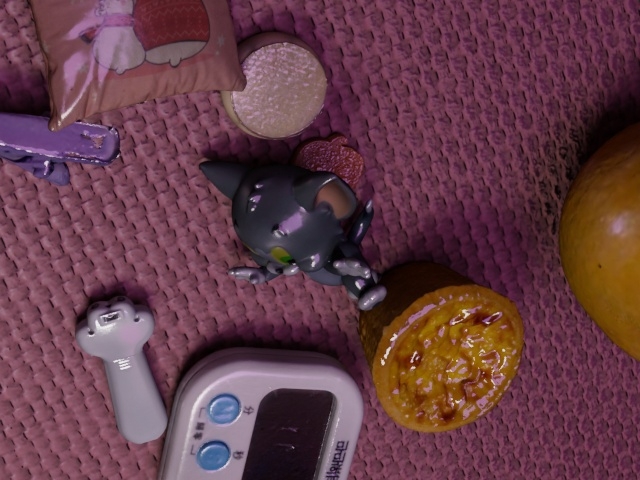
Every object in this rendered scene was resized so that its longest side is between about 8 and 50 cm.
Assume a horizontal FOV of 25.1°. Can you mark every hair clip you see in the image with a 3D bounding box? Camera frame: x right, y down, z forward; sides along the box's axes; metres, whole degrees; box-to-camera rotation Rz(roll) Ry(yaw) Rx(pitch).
[{"bbox_3d":[-0.353,-0.105,1.492,0.278,0.090,0.137,10,80,-26],"label":"hair clip"}]

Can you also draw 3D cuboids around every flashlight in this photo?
[{"bbox_3d":[-0.227,0.154,1.700,0.093,0.047,0.200,-16,121,-7],"label":"flashlight"}]

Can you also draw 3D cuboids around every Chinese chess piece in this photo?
[{"bbox_3d":[-0.053,-0.173,1.616,0.122,0.051,0.122,-7,114,-17],"label":"Chinese chess piece"}]

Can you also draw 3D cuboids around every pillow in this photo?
[{"bbox_3d":[-0.193,-0.242,1.494,0.236,0.084,0.223,-16,105,-21],"label":"pillow"}]

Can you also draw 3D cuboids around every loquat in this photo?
[{"bbox_3d":[0.455,-0.016,1.721,0.328,0.328,0.359,1,137,-22],"label":"loquat"}]

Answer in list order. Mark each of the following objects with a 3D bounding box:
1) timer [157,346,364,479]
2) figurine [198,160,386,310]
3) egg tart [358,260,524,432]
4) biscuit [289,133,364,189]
[{"bbox_3d":[-0.077,0.254,1.781,0.237,0.087,0.262,5,112,-23],"label":"timer"},{"bbox_3d":[0.004,-0.003,1.656,0.265,0.193,0.140,17,85,-46],"label":"figurine"},{"bbox_3d":[0.132,0.117,1.766,0.202,0.147,0.203,-9,118,-19],"label":"egg tart"},{"bbox_3d":[0.009,-0.091,1.698,0.091,0.015,0.078,19,104,-28],"label":"biscuit"}]
